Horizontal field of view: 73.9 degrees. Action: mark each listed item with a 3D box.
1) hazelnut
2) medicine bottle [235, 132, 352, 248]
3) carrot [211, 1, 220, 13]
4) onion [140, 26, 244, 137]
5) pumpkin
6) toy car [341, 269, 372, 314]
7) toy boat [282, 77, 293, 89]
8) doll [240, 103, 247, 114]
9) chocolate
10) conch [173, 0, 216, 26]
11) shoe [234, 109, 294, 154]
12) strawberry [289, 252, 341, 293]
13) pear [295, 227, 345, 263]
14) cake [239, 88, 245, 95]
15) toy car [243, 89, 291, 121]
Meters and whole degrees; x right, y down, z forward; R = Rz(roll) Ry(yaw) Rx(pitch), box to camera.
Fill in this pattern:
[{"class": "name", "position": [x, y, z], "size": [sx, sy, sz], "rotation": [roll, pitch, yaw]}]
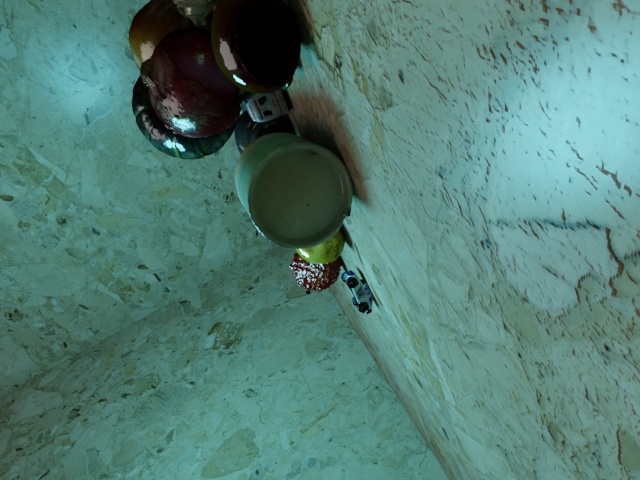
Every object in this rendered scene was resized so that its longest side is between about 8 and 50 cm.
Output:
[{"class": "hazelnut", "position": [-0.482, -0.706, 1.475], "size": [0.372, 0.315, 0.373], "rotation": [-40, 43, 51]}, {"class": "medicine bottle", "position": [-0.095, -0.151, 1.075], "size": [0.236, 0.235, 0.406], "rotation": [64, 173, -23]}, {"class": "carrot", "position": [-0.227, -0.560, 1.134], "size": [0.260, 0.070, 0.070], "rotation": [62, 175, 15]}, {"class": "onion", "position": [-0.327, -0.401, 1.098], "size": [0.276, 0.276, 0.276], "rotation": [60, 174, 10]}, {"class": "pumpkin", "position": [-0.424, -0.417, 1.346], "size": [0.323, 0.323, 0.241], "rotation": [62, 177, -8]}, {"class": "toy car", "position": [0.136, 0.183, 1.498], "size": [0.171, 0.070, 0.080], "rotation": [65, 174, -16]}, {"class": "toy boat", "position": [-0.105, -0.395, 0.877], "size": [0.210, 0.052, 0.104], "rotation": [59, 156, 23]}, {"class": "doll", "position": [-0.368, -0.582, 1.840], "size": [0.195, 0.153, 0.258], "rotation": [98, 150, -58]}, {"class": "chocolate", "position": [-0.114, -0.341, 0.728], "size": [0.177, 0.176, 0.177], "rotation": [60, 174, 10]}, {"class": "conch", "position": [-0.335, -0.655, 0.985], "size": [0.159, 0.210, 0.292], "rotation": [20, 127, 56]}, {"class": "shoe", "position": [-0.149, -0.246, 1.407], "size": [0.237, 0.171, 0.384], "rotation": [45, 163, 48]}, {"class": "strawberry", "position": [-0.010, 0.093, 1.796], "size": [0.234, 0.233, 0.178], "rotation": [59, 154, 18]}, {"class": "pear", "position": [0.000, 0.000, 1.390], "size": [0.178, 0.178, 0.178], "rotation": [60, 174, 10]}, {"class": "cake", "position": [-0.258, -0.572, 1.477], "size": [0.225, 0.090, 0.109], "rotation": [-97, -14, -48]}, {"class": "toy car", "position": [-0.160, -0.383, 1.164], "size": [0.089, 0.108, 0.210], "rotation": [65, 174, -31]}]
